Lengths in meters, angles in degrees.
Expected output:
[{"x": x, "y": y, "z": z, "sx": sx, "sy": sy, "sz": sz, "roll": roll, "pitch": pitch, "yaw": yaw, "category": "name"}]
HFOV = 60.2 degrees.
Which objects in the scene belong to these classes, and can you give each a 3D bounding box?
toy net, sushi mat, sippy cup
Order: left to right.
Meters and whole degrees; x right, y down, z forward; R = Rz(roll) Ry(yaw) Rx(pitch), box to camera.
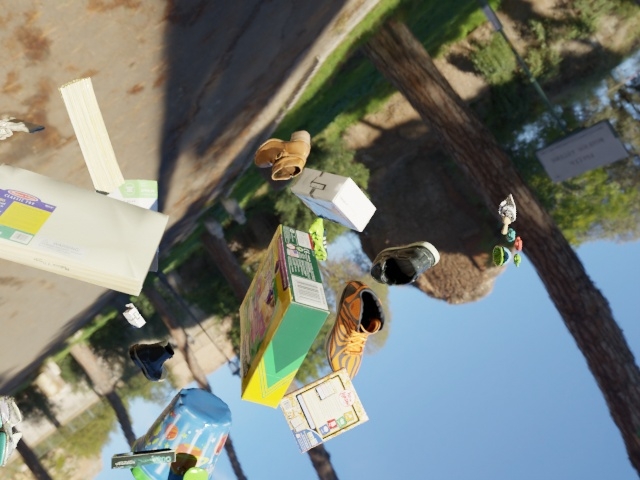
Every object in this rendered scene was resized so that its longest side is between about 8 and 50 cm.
[{"x": -0.621, "y": -0.280, "z": 1.515, "sx": 0.019, "sy": 0.317, "sz": 0.151, "roll": -4, "pitch": -153, "yaw": 11, "category": "sushi mat"}, {"x": -0.354, "y": 0.526, "z": 1.472, "sx": 0.224, "sy": 0.305, "sz": 0.240, "roll": -59, "pitch": 151, "yaw": 8, "category": "sippy cup"}, {"x": 0.598, "y": -0.032, "z": 1.771, "sx": 0.045, "sy": 0.232, "sz": 0.122, "roll": 0, "pitch": -179, "yaw": -5, "category": "toy net"}]

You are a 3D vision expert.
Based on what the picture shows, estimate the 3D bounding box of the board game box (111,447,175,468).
[{"x": -0.385, "y": 0.472, "z": 1.197, "sx": 0.126, "sy": 0.026, "sz": 0.186, "roll": 0, "pitch": 162, "yaw": -18, "category": "board game box"}]

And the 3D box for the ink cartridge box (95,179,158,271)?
[{"x": -0.740, "y": -0.052, "z": 2.114, "sx": 0.207, "sy": 0.354, "sz": 0.119, "roll": 0, "pitch": -177, "yaw": 18, "category": "ink cartridge box"}]

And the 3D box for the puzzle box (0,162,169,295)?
[{"x": -0.578, "y": -0.031, "z": 1.262, "sx": 0.272, "sy": 0.408, "sz": 0.052, "roll": -90, "pitch": -158, "yaw": -55, "category": "puzzle box"}]

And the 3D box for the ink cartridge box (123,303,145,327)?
[{"x": -0.652, "y": 0.262, "z": 1.916, "sx": 0.048, "sy": 0.083, "sz": 0.028, "roll": -16, "pitch": -160, "yaw": 43, "category": "ink cartridge box"}]

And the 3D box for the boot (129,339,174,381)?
[{"x": -0.533, "y": 0.409, "z": 1.861, "sx": 0.137, "sy": 0.198, "sz": 0.077, "roll": -13, "pitch": -131, "yaw": 12, "category": "boot"}]

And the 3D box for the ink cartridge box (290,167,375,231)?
[{"x": 0.035, "y": -0.117, "z": 1.555, "sx": 0.203, "sy": 0.148, "sz": 0.086, "roll": 21, "pitch": -108, "yaw": 48, "category": "ink cartridge box"}]

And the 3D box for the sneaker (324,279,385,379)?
[{"x": 0.104, "y": 0.288, "z": 1.667, "sx": 0.124, "sy": 0.321, "sz": 0.180, "roll": 1, "pitch": -173, "yaw": -21, "category": "sneaker"}]

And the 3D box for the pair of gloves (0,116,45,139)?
[{"x": -1.250, "y": -0.442, "z": 2.175, "sx": 0.204, "sy": 0.042, "sz": 0.240, "roll": 14, "pitch": -152, "yaw": 27, "category": "pair of gloves"}]

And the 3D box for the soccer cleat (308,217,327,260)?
[{"x": 0.000, "y": 0.000, "z": 1.840, "sx": 0.179, "sy": 0.060, "sz": 0.072, "roll": 80, "pitch": 31, "yaw": -49, "category": "soccer cleat"}]

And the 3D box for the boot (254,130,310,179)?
[{"x": -0.118, "y": -0.217, "z": 1.524, "sx": 0.197, "sy": 0.073, "sz": 0.152, "roll": -23, "pitch": -140, "yaw": 31, "category": "boot"}]

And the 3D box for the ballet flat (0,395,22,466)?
[{"x": -0.524, "y": 0.317, "z": 0.929, "sx": 0.041, "sy": 0.114, "sz": 0.041, "roll": -10, "pitch": 169, "yaw": -2, "category": "ballet flat"}]

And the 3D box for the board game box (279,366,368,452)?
[{"x": 0.007, "y": 0.437, "z": 1.432, "sx": 0.193, "sy": 0.147, "sz": 0.045, "roll": -24, "pitch": 172, "yaw": -5, "category": "board game box"}]

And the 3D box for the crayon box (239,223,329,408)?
[{"x": -0.109, "y": 0.183, "z": 1.424, "sx": 0.363, "sy": 0.106, "sz": 0.313, "roll": -105, "pitch": -144, "yaw": -59, "category": "crayon box"}]

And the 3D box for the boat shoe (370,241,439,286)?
[{"x": 0.253, "y": 0.100, "z": 1.852, "sx": 0.113, "sy": 0.127, "sz": 0.340, "roll": -41, "pitch": -169, "yaw": -31, "category": "boat shoe"}]
